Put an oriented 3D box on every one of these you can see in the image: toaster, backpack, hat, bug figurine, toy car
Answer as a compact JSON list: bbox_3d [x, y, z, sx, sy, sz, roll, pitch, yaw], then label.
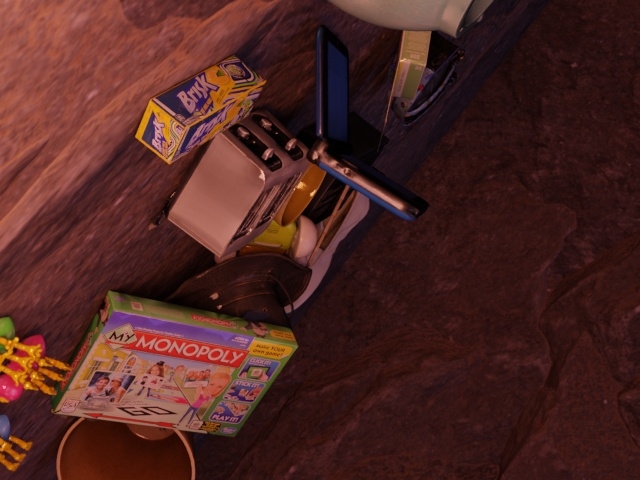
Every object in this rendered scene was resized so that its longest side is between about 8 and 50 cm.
[{"bbox_3d":[-0.117,-0.076,1.385,0.185,0.110,0.168,-55,171,24],"label":"toaster"},{"bbox_3d":[0.191,-0.320,2.004,0.173,0.117,0.158,-51,172,-9],"label":"backpack"},{"bbox_3d":[-0.141,0.152,1.674,0.331,0.134,0.331,-20,159,-8],"label":"hat"},{"bbox_3d":[-0.394,0.193,1.156,0.216,0.072,0.279,-57,168,-10],"label":"bug figurine"},{"bbox_3d":[-0.094,-0.021,1.727,0.182,0.159,0.136,117,-22,-58],"label":"toy car"}]

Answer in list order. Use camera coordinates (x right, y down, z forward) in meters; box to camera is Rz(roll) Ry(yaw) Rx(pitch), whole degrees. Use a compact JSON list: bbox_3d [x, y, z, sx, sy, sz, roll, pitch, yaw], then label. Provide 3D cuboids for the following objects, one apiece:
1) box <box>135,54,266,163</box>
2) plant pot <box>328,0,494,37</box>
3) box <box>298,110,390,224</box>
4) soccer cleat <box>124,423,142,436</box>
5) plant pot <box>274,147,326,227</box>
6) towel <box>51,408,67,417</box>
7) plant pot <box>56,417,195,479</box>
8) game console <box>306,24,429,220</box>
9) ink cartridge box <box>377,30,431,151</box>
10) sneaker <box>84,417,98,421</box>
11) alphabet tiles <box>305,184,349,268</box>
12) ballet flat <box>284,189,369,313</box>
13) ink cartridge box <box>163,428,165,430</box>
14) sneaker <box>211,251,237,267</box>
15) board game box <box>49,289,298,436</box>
[{"bbox_3d":[-0.134,-0.152,1.150,0.169,0.054,0.059,-43,168,-51],"label":"box"},{"bbox_3d":[0.142,-0.372,1.229,0.293,0.196,0.293,-50,171,-11],"label":"plant pot"},{"bbox_3d":[0.007,-0.128,1.880,0.184,0.103,0.261,-51,173,24],"label":"box"},{"bbox_3d":[-0.313,0.298,2.040,0.318,0.109,0.116,-53,-167,-8],"label":"soccer cleat"},{"bbox_3d":[-0.062,-0.103,1.604,0.134,0.095,0.134,-53,169,-15],"label":"plant pot"},{"bbox_3d":[-0.402,0.258,1.614,0.060,0.009,0.083,-50,171,-11],"label":"towel"},{"bbox_3d":[-0.330,0.363,1.833,0.237,0.237,0.254,-53,-173,11],"label":"plant pot"},{"bbox_3d":[0.081,-0.166,1.488,0.173,0.250,0.293,-59,174,8],"label":"game console"},{"bbox_3d":[0.155,-0.290,1.823,0.171,0.056,0.235,96,4,-76],"label":"ink cartridge box"},{"bbox_3d":[-0.347,0.234,1.653,0.089,0.051,0.170,-69,173,32],"label":"sneaker"},{"bbox_3d":[0.000,0.000,1.854,0.198,0.009,0.237,-64,180,-33],"label":"alphabet tiles"},{"bbox_3d":[-0.020,-0.011,2.250,0.400,0.139,0.139,-52,173,-32],"label":"ballet flat"},{"bbox_3d":[-0.349,0.407,2.240,0.237,0.100,0.172,-53,173,5],"label":"ink cartridge box"},{"bbox_3d":[-0.207,0.147,1.855,0.319,0.112,0.131,-58,173,31],"label":"sneaker"},{"bbox_3d":[-0.219,0.195,1.529,0.317,0.046,0.213,15,122,-34],"label":"board game box"}]
